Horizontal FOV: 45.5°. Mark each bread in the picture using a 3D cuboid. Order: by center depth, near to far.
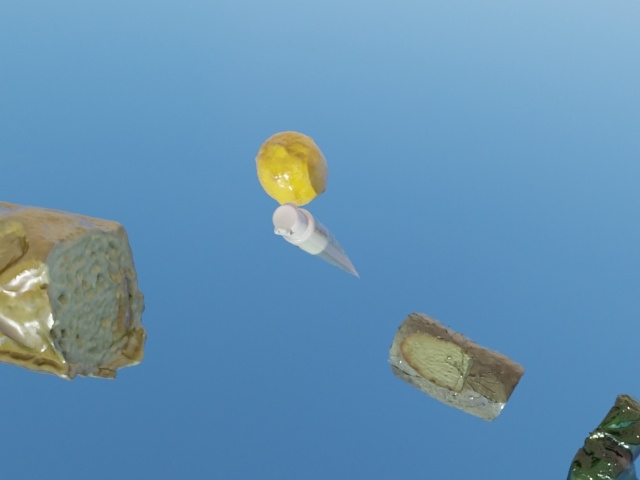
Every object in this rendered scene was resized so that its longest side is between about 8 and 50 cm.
[{"bbox_3d":[-0.358,0.052,0.905,0.252,0.238,0.196,5,-147,21],"label":"bread"}]

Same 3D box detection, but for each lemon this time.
[{"bbox_3d":[-0.044,-0.113,1.242,0.114,0.155,0.114,-8,-118,15],"label":"lemon"}]

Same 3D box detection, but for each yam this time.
[{"bbox_3d":[0.269,0.255,1.512,0.254,0.154,0.154,24,-143,25],"label":"yam"}]

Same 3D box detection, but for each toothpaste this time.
[{"bbox_3d":[0.000,0.000,1.181,0.056,0.058,0.314,6,169,19],"label":"toothpaste"}]

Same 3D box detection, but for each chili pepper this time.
[{"bbox_3d":[0.628,0.458,1.627,0.116,0.148,0.264,30,-97,46],"label":"chili pepper"}]
